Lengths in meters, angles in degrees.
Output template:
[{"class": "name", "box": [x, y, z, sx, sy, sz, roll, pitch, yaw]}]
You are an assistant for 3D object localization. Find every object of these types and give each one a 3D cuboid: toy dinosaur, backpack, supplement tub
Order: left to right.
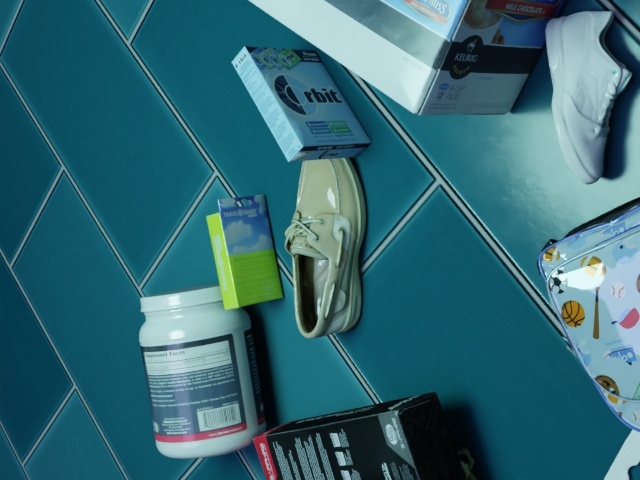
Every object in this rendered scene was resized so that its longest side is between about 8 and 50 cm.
[{"class": "supplement tub", "box": [-0.203, 0.217, 1.596, 0.191, 0.191, 0.272, -8, 90, 42]}, {"class": "toy dinosaur", "box": [0.213, 0.352, 1.355, 0.183, 0.053, 0.093, -11, 103, 44]}, {"class": "backpack", "box": [0.397, 0.081, 1.049, 0.276, 0.213, 0.263, -29, 87, 37]}]

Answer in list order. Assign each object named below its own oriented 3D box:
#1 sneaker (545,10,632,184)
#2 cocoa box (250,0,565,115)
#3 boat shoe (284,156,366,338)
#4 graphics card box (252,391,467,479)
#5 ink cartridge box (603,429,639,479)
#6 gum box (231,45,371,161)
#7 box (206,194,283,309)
[{"class": "sneaker", "box": [0.336, -0.177, 1.147, 0.094, 0.080, 0.212, -9, 89, 30]}, {"class": "cocoa box", "box": [0.110, -0.342, 1.210, 0.347, 0.231, 0.228, 40, 120, 30]}, {"class": "boat shoe", "box": [0.000, 0.000, 1.447, 0.109, 0.098, 0.302, 5, 100, 41]}, {"class": "graphics card box", "box": [0.061, 0.372, 1.413, 0.371, 0.094, 0.233, -26, 81, 51]}, {"class": "ink cartridge box", "box": [0.465, 0.374, 1.077, 0.353, 0.119, 0.207, 35, 119, 33]}, {"class": "gum box", "box": [-0.027, -0.205, 1.402, 0.041, 0.157, 0.184, -42, 69, 37]}, {"class": "box", "box": [-0.126, 0.018, 1.553, 0.042, 0.109, 0.178, -13, 88, 43]}]
